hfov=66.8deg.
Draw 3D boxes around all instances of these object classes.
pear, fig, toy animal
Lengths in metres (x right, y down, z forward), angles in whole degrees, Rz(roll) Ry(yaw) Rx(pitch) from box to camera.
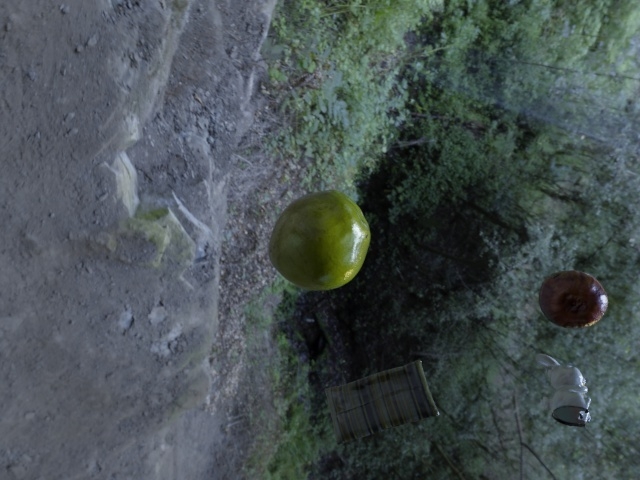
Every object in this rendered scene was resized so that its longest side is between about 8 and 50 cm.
[{"bbox_3d":[0.000,0.000,0.921,0.198,0.198,0.198,-11,121,-19],"label":"pear"},{"bbox_3d":[0.515,0.119,1.021,0.129,0.150,0.128,-3,99,-19],"label":"fig"},{"bbox_3d":[0.454,0.273,0.897,0.085,0.124,0.071,-16,125,34],"label":"toy animal"}]

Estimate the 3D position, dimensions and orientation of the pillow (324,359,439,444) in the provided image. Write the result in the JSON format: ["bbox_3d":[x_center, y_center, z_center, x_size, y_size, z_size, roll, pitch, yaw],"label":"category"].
[{"bbox_3d":[0.114,0.311,0.938,0.204,0.113,0.038,-21,148,8],"label":"pillow"}]
